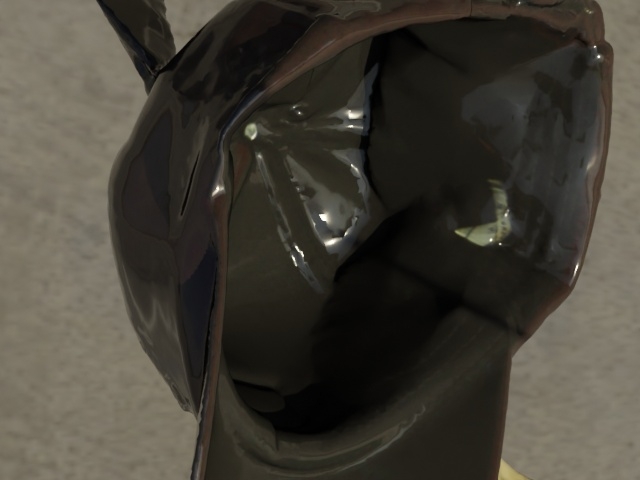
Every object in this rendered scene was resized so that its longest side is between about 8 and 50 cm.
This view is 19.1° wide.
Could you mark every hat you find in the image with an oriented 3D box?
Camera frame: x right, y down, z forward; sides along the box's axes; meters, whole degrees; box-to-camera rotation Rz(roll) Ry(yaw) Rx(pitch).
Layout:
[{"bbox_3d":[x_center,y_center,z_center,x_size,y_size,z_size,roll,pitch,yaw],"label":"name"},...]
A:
[{"bbox_3d":[-0.025,0.018,0.862,0.209,0.238,0.336,8,71,43],"label":"hat"}]

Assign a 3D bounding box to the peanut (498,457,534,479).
[{"bbox_3d":[0.079,0.173,1.014,0.298,0.120,0.136,40,143,-5],"label":"peanut"}]
